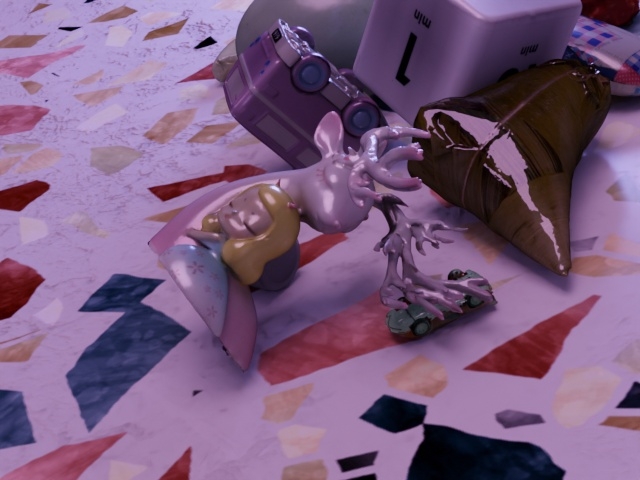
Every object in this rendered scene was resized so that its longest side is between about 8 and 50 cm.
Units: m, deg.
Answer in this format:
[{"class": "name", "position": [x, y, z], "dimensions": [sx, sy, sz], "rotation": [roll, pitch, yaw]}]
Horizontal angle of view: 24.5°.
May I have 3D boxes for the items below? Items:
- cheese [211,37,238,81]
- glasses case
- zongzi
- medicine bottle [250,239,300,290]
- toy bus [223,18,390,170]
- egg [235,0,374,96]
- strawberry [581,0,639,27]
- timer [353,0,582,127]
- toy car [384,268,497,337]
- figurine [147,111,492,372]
[{"class": "cheese", "position": [-0.103, -0.311, 2.355], "dimensions": [0.127, 0.050, 0.235], "rotation": [-11, 31, 10]}, {"class": "glasses case", "position": [0.323, -0.269, 2.006], "dimensions": [0.327, 0.076, 0.125], "rotation": [26, 32, 33]}, {"class": "zongzi", "position": [0.286, -0.086, 1.735], "dimensions": [0.274, 0.145, 0.300], "rotation": [-24, 47, -25]}, {"class": "medicine bottle", "position": [-0.096, 0.011, 1.771], "dimensions": [0.130, 0.080, 0.080], "rotation": [13, 40, 39]}, {"class": "toy bus", "position": [-0.017, -0.177, 1.949], "dimensions": [0.142, 0.202, 0.142], "rotation": [-46, 26, 11]}, {"class": "egg", "position": [0.017, -0.294, 2.114], "dimensions": [0.283, 0.203, 0.203], "rotation": [-7, 30, 9]}, {"class": "strawberry", "position": [0.373, -0.400, 2.185], "dimensions": [0.280, 0.150, 0.253], "rotation": [-30, 33, -21]}, {"class": "timer", "position": [0.186, -0.259, 1.894], "dimensions": [0.192, 0.195, 0.194], "rotation": [-16, 47, -38]}, {"class": "toy car", "position": [0.129, 0.073, 1.606], "dimensions": [0.122, 0.035, 0.059], "rotation": [-29, 33, -6]}, {"class": "figurine", "position": [0.005, 0.007, 1.589], "dimensions": [0.316, 0.206, 0.284], "rotation": [-39, 35, -1]}]
